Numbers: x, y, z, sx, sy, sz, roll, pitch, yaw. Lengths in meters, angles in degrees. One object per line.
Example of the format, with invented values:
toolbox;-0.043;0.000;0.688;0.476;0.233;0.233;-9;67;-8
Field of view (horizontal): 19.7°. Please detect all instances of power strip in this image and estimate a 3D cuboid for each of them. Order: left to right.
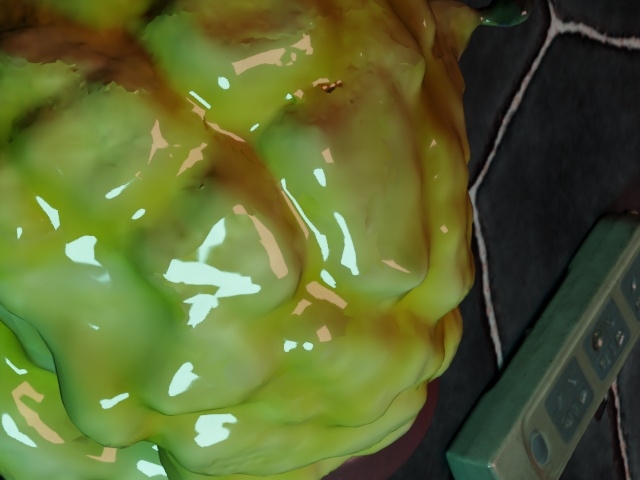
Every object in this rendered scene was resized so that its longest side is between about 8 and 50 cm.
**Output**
power strip;0.180;0.086;1.340;0.286;0.048;0.080;-54;135;-29

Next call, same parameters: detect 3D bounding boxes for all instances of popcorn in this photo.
popcorn;-0.107;-0.048;0.790;0.382;0.349;0.349;-7;108;-9

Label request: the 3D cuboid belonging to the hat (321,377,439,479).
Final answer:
hat;-0.038;0.065;1.003;0.205;0.205;0.089;-42;170;-36
